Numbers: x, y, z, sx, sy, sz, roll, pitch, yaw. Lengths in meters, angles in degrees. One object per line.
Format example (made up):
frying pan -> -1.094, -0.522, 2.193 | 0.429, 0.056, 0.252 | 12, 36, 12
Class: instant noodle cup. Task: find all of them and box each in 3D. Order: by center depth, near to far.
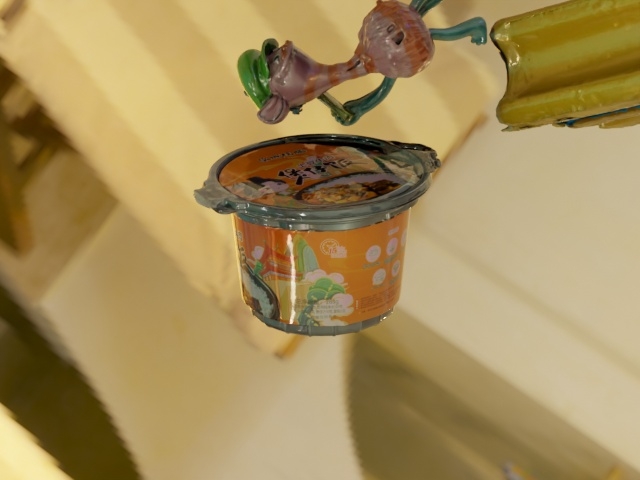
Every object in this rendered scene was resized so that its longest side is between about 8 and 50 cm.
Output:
instant noodle cup -> 0.000, 0.000, 1.590 | 0.177, 0.208, 0.125 | -120, -154, -63

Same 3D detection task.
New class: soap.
soap -> 0.307, -0.154, 1.522 | 0.204, 0.096, 0.324 | -2, 175, -39

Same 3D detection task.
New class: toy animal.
toy animal -> 0.037, -0.154, 1.662 | 0.208, 0.100, 0.103 | -28, 133, -1
